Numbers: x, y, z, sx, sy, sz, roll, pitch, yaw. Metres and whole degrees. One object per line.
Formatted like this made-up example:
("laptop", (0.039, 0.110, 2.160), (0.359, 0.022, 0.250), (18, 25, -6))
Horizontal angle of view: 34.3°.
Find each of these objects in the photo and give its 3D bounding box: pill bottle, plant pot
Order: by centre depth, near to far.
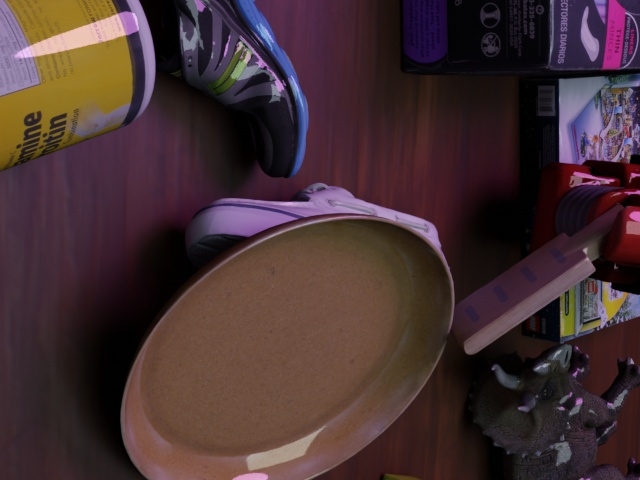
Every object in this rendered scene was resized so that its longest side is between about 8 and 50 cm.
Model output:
("pill bottle", (-0.183, -0.081, 0.520), (0.184, 0.103, 0.103), (-27, 113, -36))
("plant pot", (-0.021, 0.075, 0.675), (0.236, 0.032, 0.236), (-18, 134, -20))

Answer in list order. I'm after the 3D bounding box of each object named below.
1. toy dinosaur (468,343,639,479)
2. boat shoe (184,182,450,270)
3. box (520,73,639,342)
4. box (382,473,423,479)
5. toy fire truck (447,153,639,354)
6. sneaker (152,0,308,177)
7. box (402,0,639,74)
("toy dinosaur", (0.216, 0.195, 0.930), (0.160, 0.121, 0.313), (-28, 118, -23))
("boat shoe", (0.000, 0.000, 0.726), (0.226, 0.083, 0.075), (19, 55, -41))
("box", (0.251, -0.036, 0.955), (0.159, 0.044, 0.233), (-10, 102, -40))
("box", (0.111, 0.250, 0.777), (0.042, 0.178, 0.109), (14, 86, -42))
("toy fire truck", (0.208, 0.006, 0.781), (0.246, 0.217, 0.158), (6, 95, -17))
("sneaker", (-0.067, -0.117, 0.657), (0.078, 0.067, 0.188), (-34, 121, -10))
("box", (0.206, -0.215, 0.826), (0.270, 0.143, 0.165), (-10, 103, -41))
